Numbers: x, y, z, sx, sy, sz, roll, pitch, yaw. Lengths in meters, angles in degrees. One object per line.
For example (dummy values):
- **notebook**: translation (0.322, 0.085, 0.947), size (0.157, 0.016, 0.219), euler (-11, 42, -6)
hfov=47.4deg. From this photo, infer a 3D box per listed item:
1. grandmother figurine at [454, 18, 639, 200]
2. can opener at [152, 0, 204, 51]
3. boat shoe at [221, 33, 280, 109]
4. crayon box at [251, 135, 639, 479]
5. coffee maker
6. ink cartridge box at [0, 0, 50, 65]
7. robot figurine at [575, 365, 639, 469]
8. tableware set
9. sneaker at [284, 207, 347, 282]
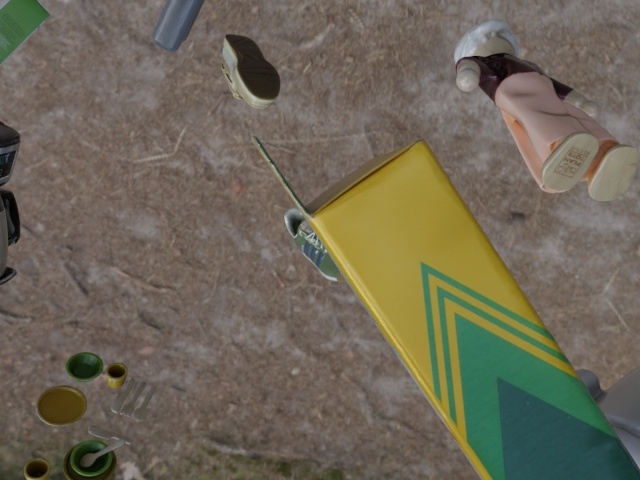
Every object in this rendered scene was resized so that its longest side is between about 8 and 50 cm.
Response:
- **grandmother figurine**: translation (0.258, -0.186, 0.938), size (0.207, 0.342, 0.104), euler (19, 122, -27)
- **can opener**: translation (-0.181, -0.401, 1.035), size (0.093, 0.074, 0.280), euler (27, 128, -7)
- **boat shoe**: translation (-0.079, -0.179, 0.808), size (0.050, 0.135, 0.045), euler (3, 130, -23)
- **crayon box**: translation (0.080, 0.048, 0.503), size (0.083, 0.203, 0.323), euler (-35, 95, 0)
- **coffee maker**: translation (-0.415, -0.049, 0.788), size (0.171, 0.120, 0.178), euler (10, 109, -5)
- **ink cartridge box**: translation (-0.545, -0.312, 1.180), size (0.109, 0.209, 0.062), euler (7, 146, 49)
- **robot figurine**: translation (0.388, 0.274, 0.862), size (0.300, 0.353, 0.200), euler (39, 134, 35)
- **tableware set**: translation (-0.231, 0.174, 0.706), size (0.104, 0.154, 0.024), euler (19, 130, 2)
- **sneaker**: translation (0.000, 0.000, 1.111), size (0.064, 0.192, 0.086), euler (-40, 118, -11)
